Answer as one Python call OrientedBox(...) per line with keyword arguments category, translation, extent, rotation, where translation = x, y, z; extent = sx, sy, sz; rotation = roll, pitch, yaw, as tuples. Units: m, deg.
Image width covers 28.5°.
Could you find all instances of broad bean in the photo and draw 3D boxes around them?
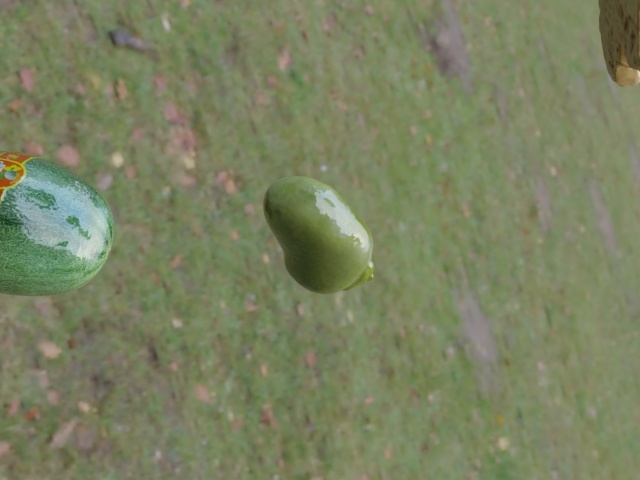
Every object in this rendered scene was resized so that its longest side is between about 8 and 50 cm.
OrientedBox(category="broad bean", translation=(0.000, 0.000, 1.431), extent=(0.174, 0.124, 0.082), rotation=(66, 42, -57))

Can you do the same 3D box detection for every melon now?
OrientedBox(category="melon", translation=(-0.404, -0.024, 1.595), extent=(0.182, 0.287, 0.182), rotation=(9, 90, -84))

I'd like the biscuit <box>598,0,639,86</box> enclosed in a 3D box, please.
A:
OrientedBox(category="biscuit", translation=(0.272, -0.298, 1.102), extent=(0.269, 0.051, 0.376), rotation=(-92, 173, -49))
